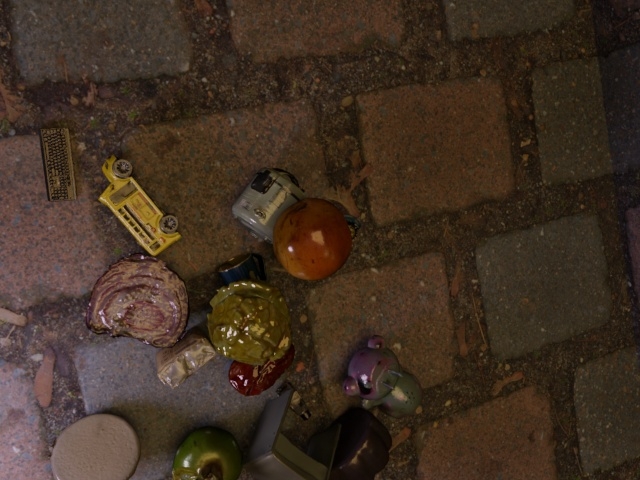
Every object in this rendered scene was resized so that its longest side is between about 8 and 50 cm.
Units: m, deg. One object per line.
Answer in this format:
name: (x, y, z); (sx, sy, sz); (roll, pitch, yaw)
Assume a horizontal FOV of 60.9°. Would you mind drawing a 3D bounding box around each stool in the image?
stool: (-0.093, 0.700, 1.859); (0.243, 0.170, 0.270); (42, 36, -15)

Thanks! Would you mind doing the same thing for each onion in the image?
onion: (-0.562, 0.190, 1.753); (0.314, 0.146, 0.280); (20, 86, -11)

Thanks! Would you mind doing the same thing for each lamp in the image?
lamp: (0.244, 0.523, 2.001); (0.301, 0.247, 0.247); (43, 74, -21)

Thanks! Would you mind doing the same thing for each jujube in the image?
jujube: (-0.202, 0.419, 1.876); (0.250, 0.174, 0.174); (-43, 105, -11)

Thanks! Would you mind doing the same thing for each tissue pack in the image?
tissue pack: (-0.440, 0.373, 1.763); (0.186, 0.222, 0.090); (-38, 106, -14)

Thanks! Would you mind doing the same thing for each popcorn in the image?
popcorn: (-0.230, 0.258, 1.719); (0.247, 0.282, 0.282); (32, 80, -52)

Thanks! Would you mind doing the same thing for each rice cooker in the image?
rice cooker: (-0.168, -0.125, 1.847); (0.226, 0.226, 0.244); (40, 83, -16)

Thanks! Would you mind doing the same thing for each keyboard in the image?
keyboard: (-0.823, -0.238, 1.711); (0.093, 0.025, 0.230); (-7, 94, -16)

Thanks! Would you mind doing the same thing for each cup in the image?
cup: (-0.251, 0.129, 1.883); (0.176, 0.131, 0.155); (-36, 109, -40)

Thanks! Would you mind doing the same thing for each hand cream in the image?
hand cream: (-0.095, 0.589, 1.994); (0.062, 0.039, 0.163); (-38, 98, -12)

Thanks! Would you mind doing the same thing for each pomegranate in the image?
pomegranate: (-0.027, 0.000, 1.708); (0.264, 0.264, 0.265); (-1, 92, -19)
pomegranate: (-0.361, 0.732, 1.764); (0.235, 0.302, 0.236); (2, 82, -15)

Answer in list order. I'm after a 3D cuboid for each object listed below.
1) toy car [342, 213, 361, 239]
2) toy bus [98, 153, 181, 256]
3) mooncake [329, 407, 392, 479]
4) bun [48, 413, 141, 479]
toy car: (0.000, 0.000, 1.931); (0.314, 0.198, 0.166); (-38, 87, -13)
toy bus: (-0.589, -0.113, 1.735); (0.152, 0.144, 0.330); (-40, 106, -11)
mooncake: (0.113, 0.757, 1.946); (0.306, 0.306, 0.154); (-45, 105, -12)
bun: (-0.705, 0.696, 1.720); (0.263, 0.175, 0.263); (10, 49, -12)
